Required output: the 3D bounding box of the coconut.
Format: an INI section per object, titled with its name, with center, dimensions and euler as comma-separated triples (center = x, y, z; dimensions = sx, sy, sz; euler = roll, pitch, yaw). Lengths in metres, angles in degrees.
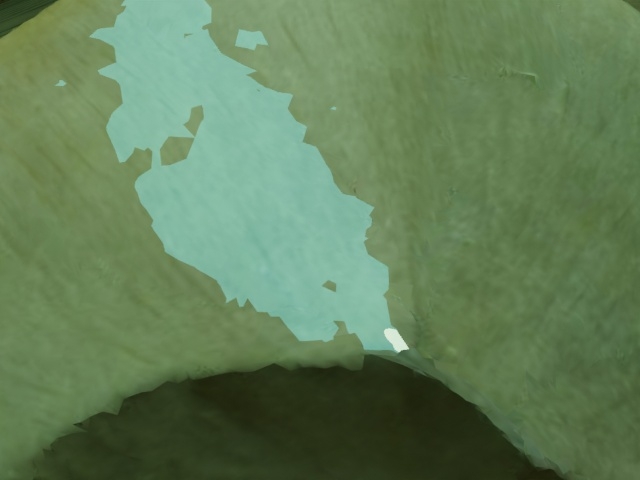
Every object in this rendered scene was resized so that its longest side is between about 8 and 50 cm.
[coconut]
center = -0.014, 0.071, 0.656
dimensions = 0.415, 0.345, 0.415
euler = -30, 3, 2
